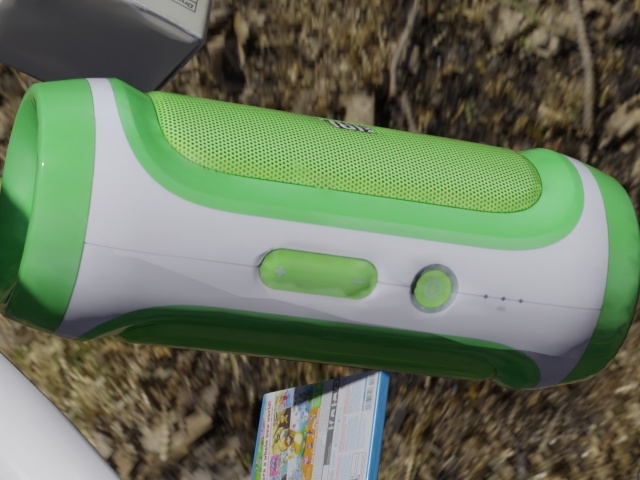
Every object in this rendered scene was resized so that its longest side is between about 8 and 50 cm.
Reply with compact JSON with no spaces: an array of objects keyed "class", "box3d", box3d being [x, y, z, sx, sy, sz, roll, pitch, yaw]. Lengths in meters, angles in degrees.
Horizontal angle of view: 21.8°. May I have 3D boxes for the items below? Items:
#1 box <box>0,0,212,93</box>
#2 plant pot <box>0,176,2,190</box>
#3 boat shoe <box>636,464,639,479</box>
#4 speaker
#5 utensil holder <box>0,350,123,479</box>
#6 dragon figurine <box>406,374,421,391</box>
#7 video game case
[{"class":"box","box3d":[-0.163,-0.236,1.279,0.148,0.127,0.232,25,51,-23]},{"class":"plant pot","box3d":[-0.183,-0.005,0.969,0.079,0.083,0.083,6,78,11]},{"class":"boat shoe","box3d":[0.107,0.175,0.299,0.122,0.120,0.324,8,56,-2]},{"class":"speaker","box3d":[0.000,0.000,0.801,0.296,0.131,0.131,8,77,-19]},{"class":"utensil holder","box3d":[-0.220,0.194,0.287,0.385,0.327,0.327,-45,81,12]},{"class":"dragon figurine","box3d":[0.017,0.019,1.551,0.085,0.289,0.144,-36,38,22]},{"class":"video game case","box3d":[-0.003,0.191,1.571,0.015,0.166,0.119,26,61,-37]}]
